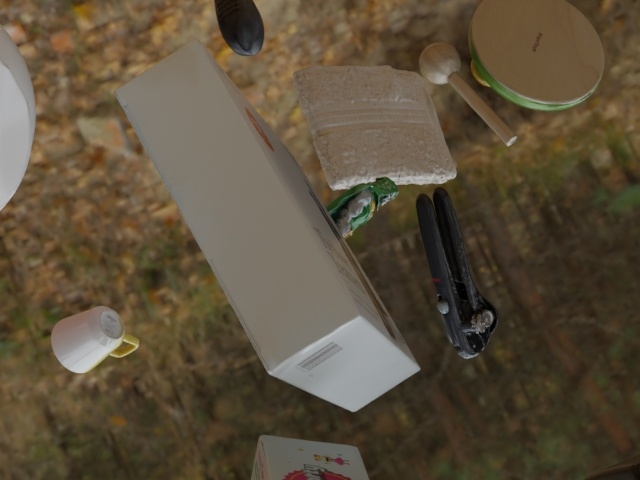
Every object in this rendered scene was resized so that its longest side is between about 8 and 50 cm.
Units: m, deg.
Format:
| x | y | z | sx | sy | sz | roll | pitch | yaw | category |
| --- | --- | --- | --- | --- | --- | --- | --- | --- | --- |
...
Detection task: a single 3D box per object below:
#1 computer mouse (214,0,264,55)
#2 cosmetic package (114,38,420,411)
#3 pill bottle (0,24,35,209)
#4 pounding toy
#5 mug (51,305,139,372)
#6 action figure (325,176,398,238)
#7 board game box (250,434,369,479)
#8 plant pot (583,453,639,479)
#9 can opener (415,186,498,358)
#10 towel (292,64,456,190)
| x | y | z | sx | sy | sz | roll | pitch | yaw | category |
| --- | --- | --- | --- | --- | --- | --- | --- | --- | --- |
| -0.103 | -0.322 | 1.547 | 0.041 | 0.242 | 0.071 | -30 | 143 | 26 | computer mouse |
| -0.035 | 0.005 | 1.198 | 0.097 | 0.284 | 0.377 | -34 | 164 | 3 | cosmetic package |
| -0.390 | -0.127 | 1.135 | 0.229 | 0.229 | 0.407 | -21 | -158 | -19 | pill bottle |
| 0.245 | -0.212 | 1.628 | 0.237 | 0.183 | 0.110 | -34 | 166 | -28 | pounding toy |
| -0.234 | 0.098 | 1.324 | 0.064 | 0.062 | 0.078 | -30 | 173 | 35 | mug |
| 0.000 | 0.000 | 1.467 | 0.232 | 0.063 | 0.137 | -40 | 171 | -14 | action figure |
| -0.028 | 0.343 | 1.032 | 0.097 | 0.303 | 0.224 | 9 | -170 | -7 | board game box |
| 0.514 | 0.377 | 1.811 | 0.188 | 0.187 | 0.167 | -21 | 158 | -8 | plant pot |
| 0.134 | 0.036 | 1.310 | 0.073 | 0.186 | 0.059 | -2 | -158 | 43 | can opener |
| 0.088 | -0.168 | 1.870 | 0.282 | 0.187 | 0.049 | -7 | 164 | -46 | towel |
